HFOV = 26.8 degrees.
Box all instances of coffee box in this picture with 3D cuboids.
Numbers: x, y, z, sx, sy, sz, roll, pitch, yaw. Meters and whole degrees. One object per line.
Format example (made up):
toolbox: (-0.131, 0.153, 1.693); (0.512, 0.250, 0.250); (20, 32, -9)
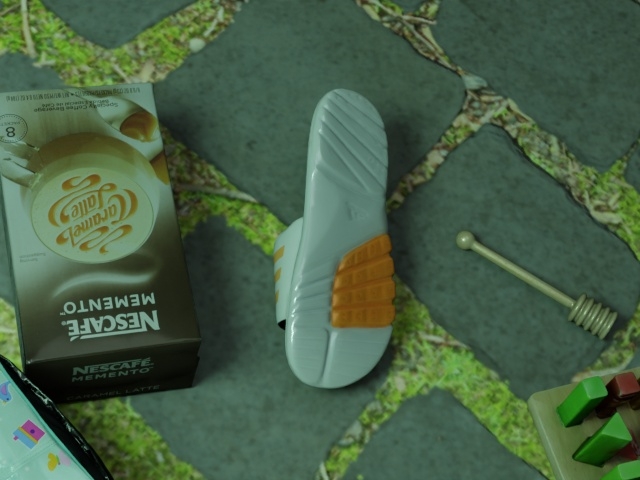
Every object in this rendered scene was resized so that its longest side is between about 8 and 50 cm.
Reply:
coffee box: (-0.188, 0.000, 1.109); (0.141, 0.098, 0.246); (-7, 64, -16)

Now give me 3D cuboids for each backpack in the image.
backpack: (-0.220, 0.192, 0.959); (0.188, 0.166, 0.144); (38, 62, 13)

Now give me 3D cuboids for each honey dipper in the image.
honey dipper: (0.192, 0.038, 1.216); (0.160, 0.030, 0.030); (30, 60, 9)

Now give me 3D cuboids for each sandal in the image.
sandal: (0.009, 0.002, 1.164); (0.102, 0.076, 0.265); (15, 70, -29)

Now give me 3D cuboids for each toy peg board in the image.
toy peg board: (0.284, 0.176, 1.130); (0.160, 0.079, 0.161); (-11, 66, -18)
